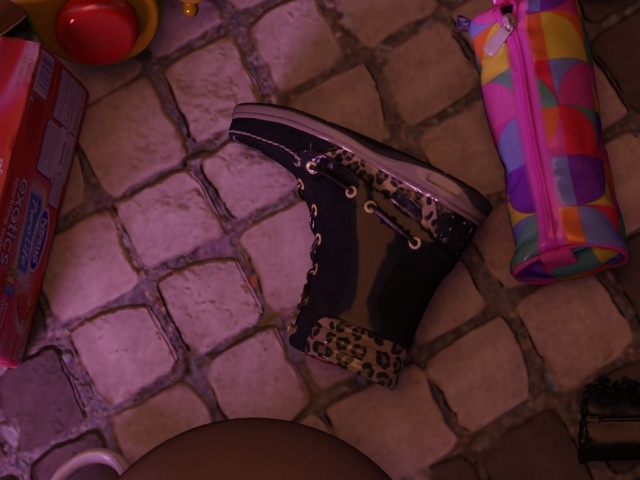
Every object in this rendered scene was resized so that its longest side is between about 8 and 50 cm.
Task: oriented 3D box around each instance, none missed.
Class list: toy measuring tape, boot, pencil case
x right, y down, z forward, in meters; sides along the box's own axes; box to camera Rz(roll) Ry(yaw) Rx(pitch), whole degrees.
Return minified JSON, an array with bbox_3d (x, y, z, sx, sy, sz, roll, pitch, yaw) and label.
[{"bbox_3d":[-0.252,-0.200,1.488,0.330,0.121,0.121,-4,75,-4],"label":"toy measuring tape"},{"bbox_3d":[0.000,0.000,1.420,0.236,0.085,0.178,23,88,22],"label":"boot"},{"bbox_3d":[0.177,-0.085,1.396,0.104,0.104,0.236,-13,75,8],"label":"pencil case"},{"bbox_3d":[0.246,0.162,1.347,0.099,0.045,0.121,3,70,10],"label":"boot"}]

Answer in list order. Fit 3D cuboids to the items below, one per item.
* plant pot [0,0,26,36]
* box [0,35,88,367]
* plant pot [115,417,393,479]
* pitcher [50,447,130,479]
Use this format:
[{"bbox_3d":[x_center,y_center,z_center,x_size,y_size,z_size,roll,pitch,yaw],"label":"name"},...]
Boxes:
[{"bbox_3d":[-0.331,-0.271,1.584,0.236,0.032,0.236,-3,75,10],"label":"plant pot"},{"bbox_3d":[-0.294,-0.035,1.465,0.122,0.128,0.257,9,79,14],"label":"box"},{"bbox_3d":[-0.033,0.270,1.247,0.284,0.191,0.284,1,86,-12],"label":"plant pot"},{"bbox_3d":[-0.210,0.273,1.382,0.207,0.125,0.178,-31,59,-8],"label":"pitcher"}]
